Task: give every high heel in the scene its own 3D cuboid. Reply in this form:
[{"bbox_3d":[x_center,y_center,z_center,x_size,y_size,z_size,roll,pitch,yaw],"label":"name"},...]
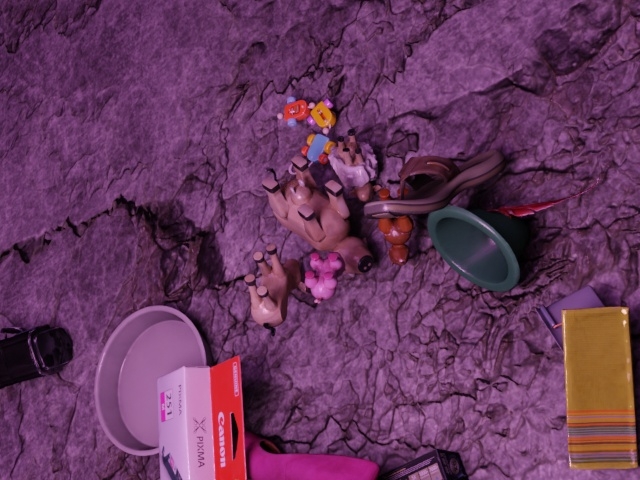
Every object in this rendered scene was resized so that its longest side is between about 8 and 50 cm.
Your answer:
[{"bbox_3d":[-0.027,0.374,1.829,0.181,0.127,0.377,-49,33,-3],"label":"high heel"}]

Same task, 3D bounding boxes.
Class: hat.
[{"bbox_3d":[0.310,-0.034,1.777,0.209,0.173,0.183,31,61,29],"label":"hat"}]

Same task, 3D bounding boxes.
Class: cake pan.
[{"bbox_3d":[-0.321,0.275,2.129,0.293,0.054,0.293,-10,71,33],"label":"cake pan"}]

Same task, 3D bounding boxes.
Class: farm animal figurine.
[{"bbox_3d":[0.000,0.000,1.895,0.330,0.172,0.326,-25,50,-6],"label":"farm animal figurine"}]

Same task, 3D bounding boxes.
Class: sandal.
[{"bbox_3d":[0.176,-0.102,1.749,0.120,0.303,0.086,-7,106,49],"label":"sandal"}]

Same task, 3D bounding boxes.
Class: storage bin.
[{"bbox_3d":[0.400,0.135,1.643,0.091,0.098,0.135,-36,59,10],"label":"storage bin"}]

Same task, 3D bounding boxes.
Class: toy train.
[{"bbox_3d":[-0.017,-0.203,2.061,0.125,0.046,0.166,-20,63,31],"label":"toy train"}]

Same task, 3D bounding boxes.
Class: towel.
[{"bbox_3d":[0.407,0.216,1.583,0.102,0.021,0.237,-3,91,-1],"label":"towel"}]

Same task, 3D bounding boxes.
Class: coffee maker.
[{"bbox_3d":[-0.636,0.257,2.289,0.178,0.120,0.171,-19,22,30],"label":"coffee maker"}]

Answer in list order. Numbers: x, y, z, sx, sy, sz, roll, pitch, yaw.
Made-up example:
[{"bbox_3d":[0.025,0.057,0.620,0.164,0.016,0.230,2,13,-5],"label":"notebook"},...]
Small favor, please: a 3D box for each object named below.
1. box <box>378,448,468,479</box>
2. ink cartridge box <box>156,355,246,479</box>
[{"bbox_3d":[0.152,0.436,1.733,0.180,0.078,0.147,-32,60,24],"label":"box"},{"bbox_3d":[-0.211,0.355,1.905,0.239,0.060,0.275,-30,61,55],"label":"ink cartridge box"}]
